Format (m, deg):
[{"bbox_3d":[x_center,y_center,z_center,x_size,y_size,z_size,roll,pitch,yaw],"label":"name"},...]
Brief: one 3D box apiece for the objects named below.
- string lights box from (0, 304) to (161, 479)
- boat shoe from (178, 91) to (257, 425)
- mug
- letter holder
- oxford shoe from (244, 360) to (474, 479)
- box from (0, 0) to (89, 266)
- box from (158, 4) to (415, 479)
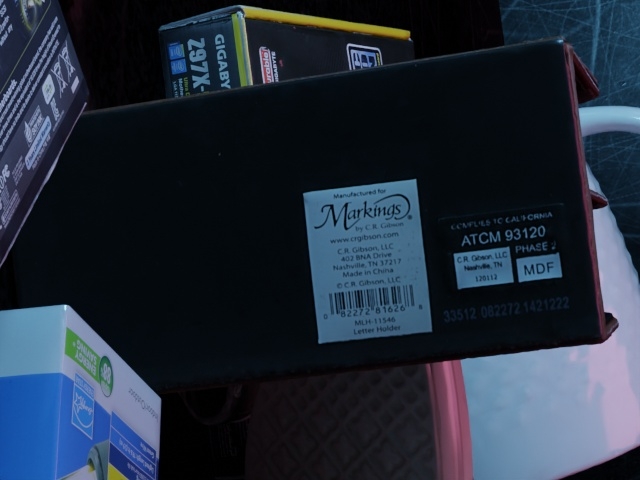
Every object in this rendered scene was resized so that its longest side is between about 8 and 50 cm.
[{"bbox_3d":[-0.131,0.175,0.768,0.133,0.077,0.259,58,28,-62],"label":"string lights box"},{"bbox_3d":[-0.067,0.010,1.109,0.070,0.078,0.219,-3,86,-68],"label":"boat shoe"},{"bbox_3d":[0.177,0.019,1.479,0.276,0.374,0.328,-31,104,-75],"label":"mug"},{"bbox_3d":[0.008,-0.005,0.954,0.214,0.302,0.152,1,81,-76],"label":"letter holder"},{"bbox_3d":[0.051,0.219,1.105,0.130,0.169,0.449,-21,113,-44],"label":"oxford shoe"},{"bbox_3d":[-0.207,-0.086,0.572,0.395,0.097,0.318,-76,156,-55],"label":"box"},{"bbox_3d":[0.000,0.000,1.260,0.257,0.079,0.322,-3,86,-62],"label":"box"}]
